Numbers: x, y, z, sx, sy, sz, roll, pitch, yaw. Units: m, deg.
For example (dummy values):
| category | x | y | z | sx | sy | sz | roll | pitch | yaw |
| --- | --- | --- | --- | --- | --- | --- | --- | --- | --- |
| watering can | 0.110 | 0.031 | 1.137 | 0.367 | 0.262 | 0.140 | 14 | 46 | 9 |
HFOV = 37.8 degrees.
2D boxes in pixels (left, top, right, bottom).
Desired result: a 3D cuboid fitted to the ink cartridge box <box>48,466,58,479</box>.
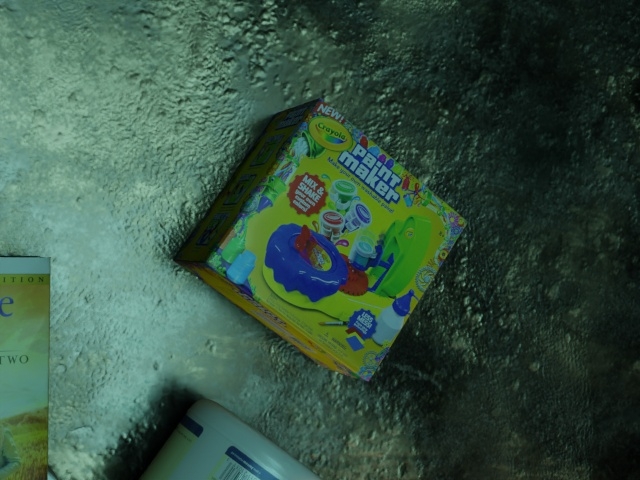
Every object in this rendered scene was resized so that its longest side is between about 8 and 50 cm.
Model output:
| category | x | y | z | sx | sy | sz | roll | pitch | yaw |
| --- | --- | --- | --- | --- | --- | --- | --- | --- | --- |
| ink cartridge box | -0.431 | 0.317 | 1.237 | 0.115 | 0.067 | 0.198 | -43 | 104 | -16 |

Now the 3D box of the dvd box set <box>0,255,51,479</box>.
| category | x | y | z | sx | sy | sz | roll | pitch | yaw |
| --- | --- | --- | --- | --- | --- | --- | --- | --- | --- |
| dvd box set | -0.484 | 0.226 | 1.128 | 0.307 | 0.062 | 0.420 | 2 | 88 | -31 |

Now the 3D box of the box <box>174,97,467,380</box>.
| category | x | y | z | sx | sy | sz | roll | pitch | yaw |
| --- | --- | --- | --- | --- | --- | --- | --- | --- | --- |
| box | 0.000 | 0.000 | 1.350 | 0.290 | 0.177 | 0.279 | 37 | 76 | -19 |

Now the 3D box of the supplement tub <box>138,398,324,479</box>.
| category | x | y | z | sx | sy | sz | roll | pitch | yaw |
| --- | --- | --- | --- | --- | --- | --- | --- | --- | --- |
| supplement tub | -0.164 | 0.405 | 1.256 | 0.235 | 0.235 | 0.325 | 40 | 77 | -18 |
